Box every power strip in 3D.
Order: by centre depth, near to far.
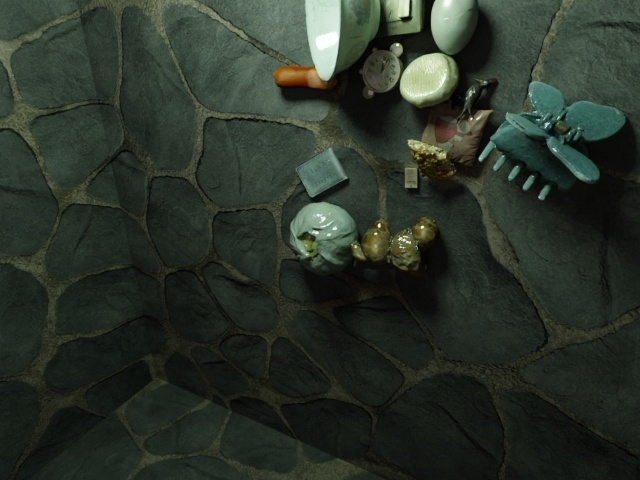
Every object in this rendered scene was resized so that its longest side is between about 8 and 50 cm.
[{"bbox_3d":[0.277,-0.860,1.427,0.251,0.092,0.256,29,127,50],"label":"power strip"}]

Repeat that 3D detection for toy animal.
[{"bbox_3d":[0.533,-0.510,1.435,0.202,0.070,0.105,-38,79,3],"label":"toy animal"}]

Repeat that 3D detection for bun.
[{"bbox_3d":[0.400,-0.564,1.465,0.223,0.128,0.222,-11,71,36],"label":"bun"},{"bbox_3d":[0.000,0.000,1.895,0.362,0.211,0.361,12,116,26],"label":"bun"}]

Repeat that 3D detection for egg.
[{"bbox_3d":[0.448,-0.736,1.358,0.151,0.151,0.209,6,117,27],"label":"egg"}]

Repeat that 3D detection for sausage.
[{"bbox_3d":[-0.063,-0.685,1.711,0.300,0.083,0.089,12,110,22],"label":"sausage"}]

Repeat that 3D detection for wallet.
[{"bbox_3d":[0.002,-0.308,1.865,0.222,0.036,0.167,-24,98,34],"label":"wallet"}]

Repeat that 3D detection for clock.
[{"bbox_3d":[0.241,-0.652,1.568,0.156,0.063,0.229,42,122,10],"label":"clock"}]

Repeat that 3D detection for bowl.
[{"bbox_3d":[0.091,-0.809,1.458,0.196,0.435,0.434,-10,112,-13],"label":"bowl"}]

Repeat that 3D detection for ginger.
[{"bbox_3d":[0.315,0.024,1.742,0.376,0.176,0.256,0,106,18],"label":"ginger"}]

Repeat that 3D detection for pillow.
[{"bbox_3d":[0.495,-0.402,1.518,0.236,0.084,0.223,19,118,20],"label":"pillow"}]

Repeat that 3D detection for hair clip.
[{"bbox_3d":[0.725,-0.305,1.322,0.318,0.392,0.238,36,150,10],"label":"hair clip"}]

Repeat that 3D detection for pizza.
[{"bbox_3d":[0.423,-0.295,1.547,0.147,0.069,0.226,8,154,43],"label":"pizza"}]

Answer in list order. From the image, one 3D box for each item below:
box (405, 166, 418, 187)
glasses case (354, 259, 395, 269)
[{"bbox_3d":[0.378,-0.260,1.682,0.053,0.024,0.083,7,116,27],"label":"box"},{"bbox_3d":[0.251,0.097,1.855,0.191,0.042,0.072,2,121,-1],"label":"glasses case"}]
